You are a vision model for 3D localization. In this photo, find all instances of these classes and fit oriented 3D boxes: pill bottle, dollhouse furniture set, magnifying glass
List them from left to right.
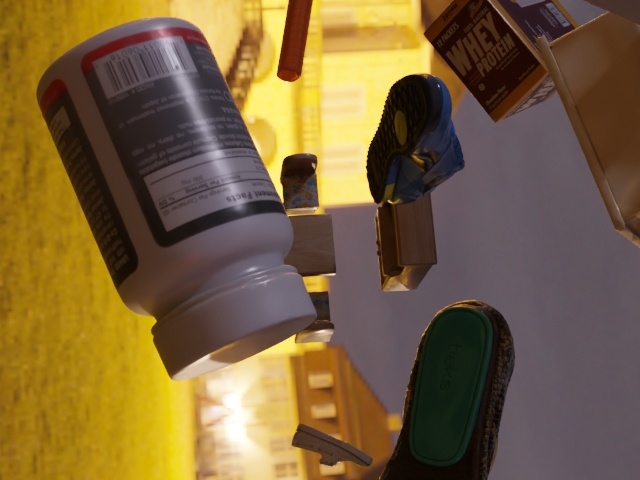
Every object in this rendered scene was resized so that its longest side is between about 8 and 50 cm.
[{"bbox_3d":[-0.121,-0.034,1.053,0.161,0.161,0.283,114,-47,-73],"label":"pill bottle"},{"bbox_3d":[-0.014,-0.266,1.210,0.092,0.026,0.231,-27,-131,61],"label":"magnifying glass"},{"bbox_3d":[0.000,0.000,1.421,0.161,0.242,0.212,107,-21,-74],"label":"dollhouse furniture set"}]

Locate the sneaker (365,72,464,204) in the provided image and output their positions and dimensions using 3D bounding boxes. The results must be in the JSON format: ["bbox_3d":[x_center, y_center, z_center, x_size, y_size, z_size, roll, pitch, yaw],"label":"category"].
[{"bbox_3d":[0.100,-0.096,1.127,0.209,0.082,0.069,111,-30,-66],"label":"sneaker"}]

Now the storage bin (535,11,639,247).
[{"bbox_3d":[0.404,-0.119,1.470,0.260,0.123,0.262,25,42,-55],"label":"storage bin"}]

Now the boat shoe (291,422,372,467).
[{"bbox_3d":[0.012,0.248,1.425,0.035,0.100,0.035,-64,163,-14],"label":"boat shoe"}]

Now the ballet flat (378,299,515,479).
[{"bbox_3d":[0.153,0.315,1.533,0.182,0.164,0.483,50,55,-51],"label":"ballet flat"}]

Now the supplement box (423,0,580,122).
[{"bbox_3d":[0.309,-0.319,1.966,0.191,0.194,0.129,53,-50,10],"label":"supplement box"}]

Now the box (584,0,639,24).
[{"bbox_3d":[0.418,-0.374,1.190,0.345,0.215,0.168,-59,-158,33],"label":"box"}]
